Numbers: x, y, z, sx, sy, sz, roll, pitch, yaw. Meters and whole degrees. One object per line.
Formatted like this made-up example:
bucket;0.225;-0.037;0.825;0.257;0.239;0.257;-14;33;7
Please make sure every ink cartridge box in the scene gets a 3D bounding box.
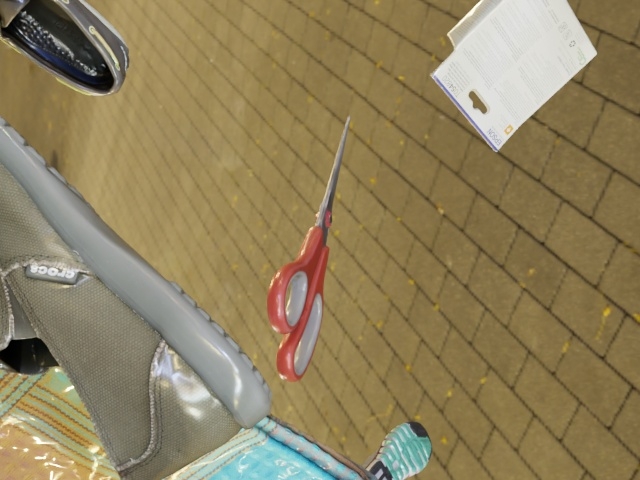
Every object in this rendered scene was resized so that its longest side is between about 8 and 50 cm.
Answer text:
ink cartridge box;0.291;-0.279;1.165;0.224;0.223;0.045;-45;43;9

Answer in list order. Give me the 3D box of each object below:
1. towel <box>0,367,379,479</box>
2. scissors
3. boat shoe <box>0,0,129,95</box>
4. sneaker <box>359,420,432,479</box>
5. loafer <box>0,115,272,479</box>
towel;-0.165;0.187;0.550;0.271;0.370;0.040;-43;29;12
scissors;0.000;0.000;0.745;0.297;0.021;0.109;-71;-27;-45
boat shoe;-0.275;-0.221;0.707;0.081;0.227;0.069;-43;33;17
sneaker;0.099;0.366;1.249;0.098;0.223;0.083;-27;85;35
loafer;-0.137;0.017;0.357;0.251;0.087;0.094;40;166;15
